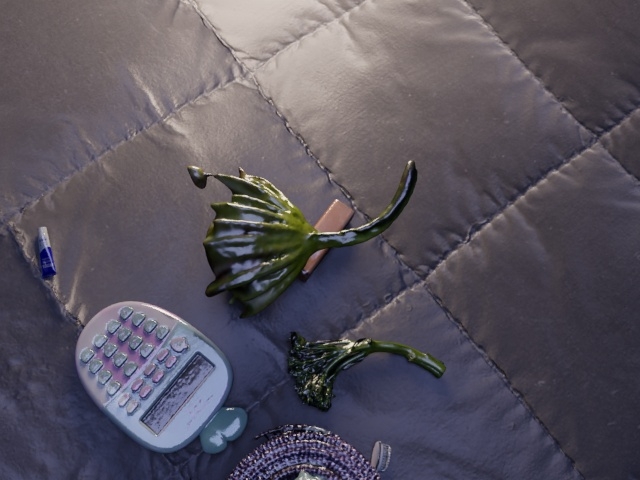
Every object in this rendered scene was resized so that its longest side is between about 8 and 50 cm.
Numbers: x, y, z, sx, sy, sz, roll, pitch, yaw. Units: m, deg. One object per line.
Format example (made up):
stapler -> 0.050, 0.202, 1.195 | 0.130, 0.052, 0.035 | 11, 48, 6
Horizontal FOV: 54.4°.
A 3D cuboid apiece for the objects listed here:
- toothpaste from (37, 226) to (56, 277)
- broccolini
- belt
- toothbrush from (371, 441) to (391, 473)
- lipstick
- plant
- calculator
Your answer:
toothpaste -> -0.450, 0.019, 1.021 | 0.024, 0.015, 0.083 | -12, 79, -3
broccolini -> 0.076, 0.220, 1.009 | 0.271, 0.062, 0.123 | 6, 81, -8
belt -> -0.034, 0.429, 0.862 | 0.260, 0.122, 0.325 | 18, 62, 14
toothbrush -> 0.070, 0.454, 0.944 | 0.026, 0.024, 0.288 | 19, 69, -16
lipstick -> 0.000, 0.000, 1.070 | 0.045, 0.045, 0.145 | 34, 72, 6
plant -> -0.031, -0.011, 0.945 | 0.333, 0.180, 0.251 | -5, 78, 23
calculator -> -0.246, 0.217, 0.969 | 0.299, 0.041, 0.185 | 36, 71, 7
